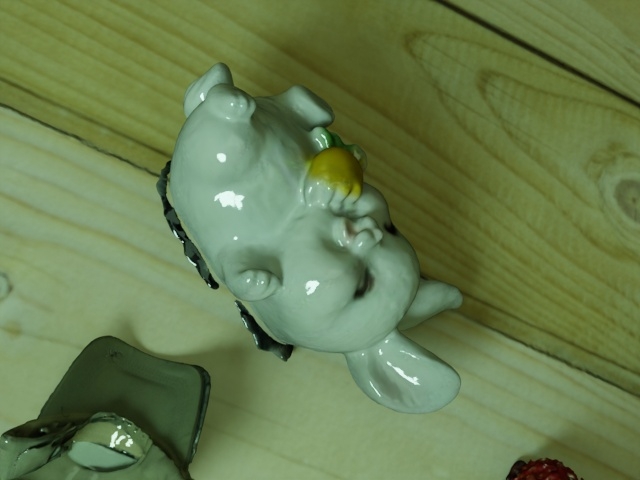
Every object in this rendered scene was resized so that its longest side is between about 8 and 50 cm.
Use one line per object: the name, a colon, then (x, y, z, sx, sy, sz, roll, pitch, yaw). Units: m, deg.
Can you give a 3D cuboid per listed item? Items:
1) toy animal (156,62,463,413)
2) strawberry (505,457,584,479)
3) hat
toy animal: (-0.004, 0.001, 0.789, 0.325, 0.154, 0.208, 45, 33, -22)
strawberry: (0.189, 0.271, 0.778, 0.121, 0.082, 0.188, 23, 62, -8)
hat: (-0.152, 0.158, 0.703, 0.147, 0.085, 0.175, 22, 36, 0)
